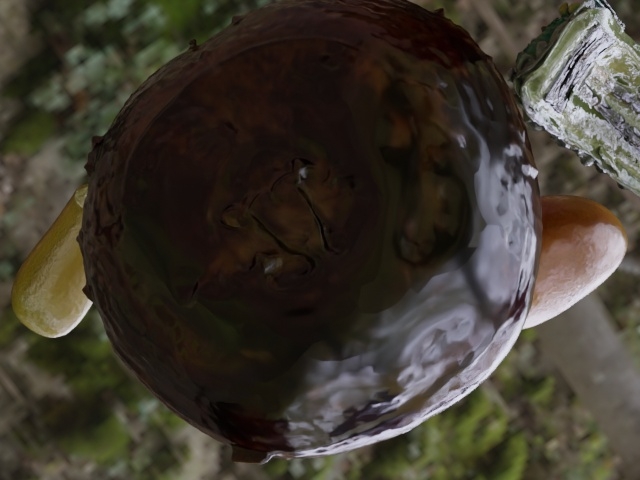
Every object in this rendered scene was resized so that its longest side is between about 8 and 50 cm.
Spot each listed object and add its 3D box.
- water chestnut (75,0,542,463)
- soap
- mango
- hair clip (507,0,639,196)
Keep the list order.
[{"bbox_3d":[0.000,0.000,1.374,0.350,0.350,0.302,-33,155,6],"label":"water chestnut"},{"bbox_3d":[-0.230,0.011,1.788,0.033,0.089,0.168,14,-109,42],"label":"soap"},{"bbox_3d":[0.231,0.021,1.956,0.217,0.141,0.102,-13,-159,-32],"label":"mango"},{"bbox_3d":[0.277,-0.139,1.839,0.138,0.321,0.091,-51,-131,7],"label":"hair clip"}]
